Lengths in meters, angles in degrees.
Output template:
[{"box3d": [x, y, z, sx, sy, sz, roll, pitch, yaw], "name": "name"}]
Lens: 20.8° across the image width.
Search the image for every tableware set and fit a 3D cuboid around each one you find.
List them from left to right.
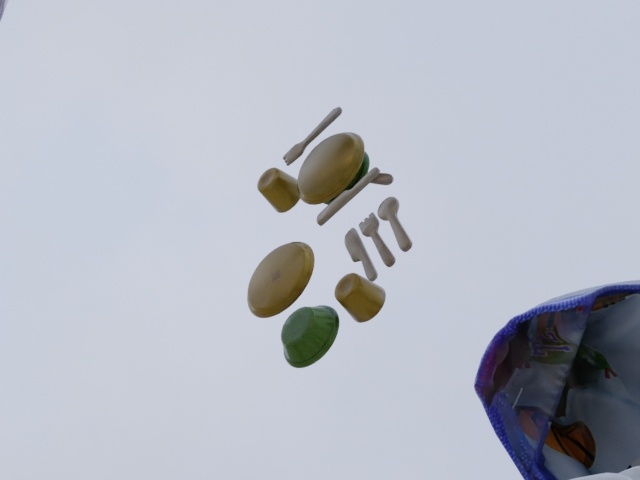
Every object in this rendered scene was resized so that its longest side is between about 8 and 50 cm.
[{"box3d": [0.000, 0.000, 0.949, 0.104, 0.154, 0.024, -42, -55, 12], "name": "tableware set"}]

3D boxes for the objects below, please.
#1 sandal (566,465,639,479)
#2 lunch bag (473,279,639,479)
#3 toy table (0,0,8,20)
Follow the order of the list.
[{"box3d": [0.118, 0.115, 0.461, 0.169, 0.416, 0.102, 105, -26, -67], "name": "sandal"}, {"box3d": [0.290, 0.147, 1.025, 0.385, 0.328, 0.239, 22, -89, 15], "name": "lunch bag"}, {"box3d": [-0.182, -0.173, 0.447, 0.252, 0.161, 0.274, -22, -51, 32], "name": "toy table"}]
